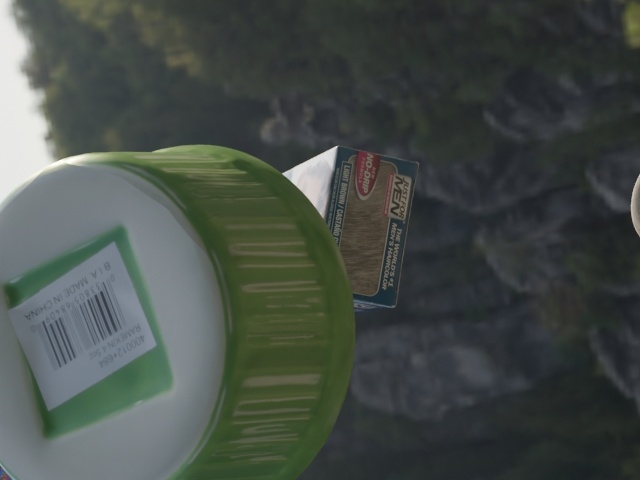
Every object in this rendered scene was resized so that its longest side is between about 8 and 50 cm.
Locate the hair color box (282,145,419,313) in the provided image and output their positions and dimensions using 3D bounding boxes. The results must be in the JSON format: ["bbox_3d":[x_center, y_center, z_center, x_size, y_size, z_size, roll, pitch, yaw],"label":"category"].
[{"bbox_3d":[0.000,0.000,1.824,0.347,0.105,0.174,162,118,-71],"label":"hair color box"}]

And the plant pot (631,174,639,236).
[{"bbox_3d":[0.456,-0.025,1.681,0.205,0.188,0.205,-26,54,42],"label":"plant pot"}]

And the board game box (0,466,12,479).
[{"bbox_3d":[-0.285,0.256,1.431,0.145,0.027,0.281,-44,-26,-75],"label":"board game box"}]

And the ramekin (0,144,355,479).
[{"bbox_3d":[-0.139,0.071,1.164,0.148,0.303,0.303,3,-106,-59],"label":"ramekin"}]
